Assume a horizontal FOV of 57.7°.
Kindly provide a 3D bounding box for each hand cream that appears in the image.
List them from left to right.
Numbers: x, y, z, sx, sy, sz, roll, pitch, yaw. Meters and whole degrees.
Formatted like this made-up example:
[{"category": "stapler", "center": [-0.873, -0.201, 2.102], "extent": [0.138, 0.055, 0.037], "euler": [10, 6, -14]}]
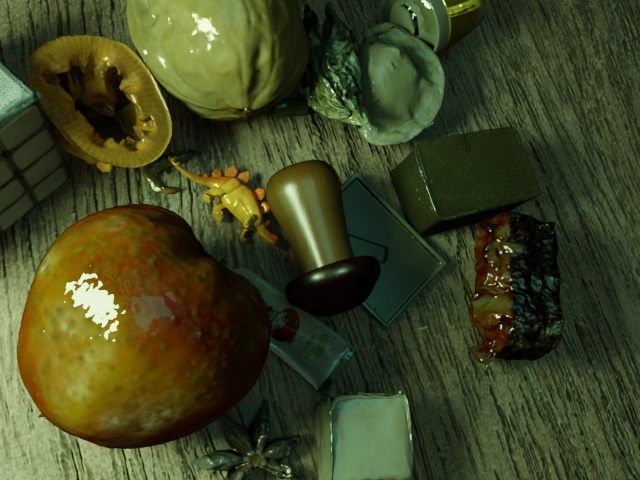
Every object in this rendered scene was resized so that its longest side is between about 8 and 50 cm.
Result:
[{"category": "hand cream", "center": [-0.082, 0.162, 1.160], "extent": [0.336, 0.076, 0.121], "euler": [41, 66, -8]}]

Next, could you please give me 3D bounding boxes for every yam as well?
[{"category": "yam", "center": [-0.064, -0.300, 1.308], "extent": [0.094, 0.043, 0.043], "euler": [-6, 76, -19]}]

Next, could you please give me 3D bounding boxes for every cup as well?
[{"category": "cup", "center": [0.296, -0.547, 1.393], "extent": [0.226, 0.241, 0.186], "euler": [-33, 115, -29]}]

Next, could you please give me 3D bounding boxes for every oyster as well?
[{"category": "oyster", "center": [0.021, -0.373, 1.259], "extent": [0.158, 0.162, 0.351], "euler": [-22, 58, 2]}]

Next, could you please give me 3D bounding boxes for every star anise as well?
[{"category": "star anise", "center": [-0.131, 0.389, 1.071], "extent": [0.207, 0.063, 0.172], "euler": [-8, 75, -18]}]

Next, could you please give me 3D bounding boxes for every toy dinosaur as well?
[{"category": "toy dinosaur", "center": [-0.179, -0.096, 1.201], "extent": [0.288, 0.070, 0.117], "euler": [42, 56, -5]}]

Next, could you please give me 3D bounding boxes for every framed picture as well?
[{"category": "framed picture", "center": [0.110, 0.019, 1.267], "extent": [0.289, 0.020, 0.211], "euler": [46, 71, 0]}]

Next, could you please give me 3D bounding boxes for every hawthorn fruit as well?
[{"category": "hawthorn fruit", "center": [-0.300, 0.152, 0.937], "extent": [0.402, 0.403, 0.403], "euler": [5, 73, -15]}]

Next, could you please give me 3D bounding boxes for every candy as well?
[{"category": "candy", "center": [0.075, 0.380, 1.094], "extent": [0.184, 0.137, 0.195], "euler": [2, 72, -16]}]

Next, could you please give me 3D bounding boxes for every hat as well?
[{"category": "hat", "center": [-0.438, -0.220, 1.075], "extent": [0.244, 0.233, 0.234], "euler": [1, 79, -39]}]

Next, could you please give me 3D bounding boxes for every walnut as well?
[{"category": "walnut", "center": [-0.196, -0.417, 1.137], "extent": [0.381, 0.381, 0.382], "euler": [5, 73, -15]}]

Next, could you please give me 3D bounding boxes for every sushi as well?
[{"category": "sushi", "center": [0.413, 0.112, 1.262], "extent": [0.181, 0.196, 0.344], "euler": [7, 66, 5]}]

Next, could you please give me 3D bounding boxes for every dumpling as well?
[{"category": "dumpling", "center": [0.158, -0.350, 1.337], "extent": [0.204, 0.163, 0.293], "euler": [7, 79, -35]}]

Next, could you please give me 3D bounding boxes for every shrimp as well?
[{"category": "shrimp", "center": [-0.301, -0.147, 1.201], "extent": [0.127, 0.025, 0.091], "euler": [-30, 84, -18]}]

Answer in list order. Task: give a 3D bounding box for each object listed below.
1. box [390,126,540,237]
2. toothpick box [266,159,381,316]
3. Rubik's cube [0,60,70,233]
[{"category": "box", "center": [0.325, -0.134, 1.319], "extent": [0.273, 0.143, 0.184], "euler": [-14, 79, -19]}, {"category": "toothpick box", "center": [0.000, 0.000, 1.145], "extent": [0.192, 0.192, 0.295], "euler": [-13, 76, -19]}, {"category": "Rubik's cube", "center": [-0.667, -0.167, 0.927], "extent": [0.337, 0.344, 0.344], "euler": [43, 68, 1]}]
